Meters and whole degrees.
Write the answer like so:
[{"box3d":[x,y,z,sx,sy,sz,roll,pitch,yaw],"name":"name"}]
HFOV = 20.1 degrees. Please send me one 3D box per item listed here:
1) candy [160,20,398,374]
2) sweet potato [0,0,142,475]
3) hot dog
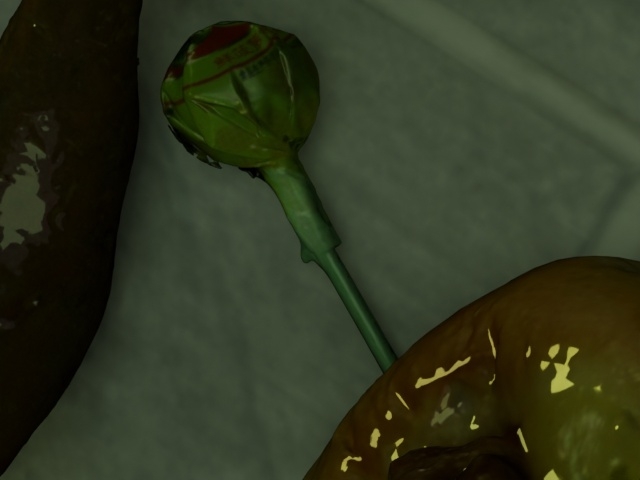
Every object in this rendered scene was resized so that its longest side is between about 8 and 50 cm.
[{"box3d":[0.000,0.000,0.723,0.062,0.058,0.194,-28,92,19],"name":"candy"},{"box3d":[-0.116,-0.009,0.714,0.079,0.108,0.346,20,94,0],"name":"sweet potato"},{"box3d":[0.150,0.196,0.592,0.185,0.223,0.405,-38,84,5],"name":"hot dog"}]
